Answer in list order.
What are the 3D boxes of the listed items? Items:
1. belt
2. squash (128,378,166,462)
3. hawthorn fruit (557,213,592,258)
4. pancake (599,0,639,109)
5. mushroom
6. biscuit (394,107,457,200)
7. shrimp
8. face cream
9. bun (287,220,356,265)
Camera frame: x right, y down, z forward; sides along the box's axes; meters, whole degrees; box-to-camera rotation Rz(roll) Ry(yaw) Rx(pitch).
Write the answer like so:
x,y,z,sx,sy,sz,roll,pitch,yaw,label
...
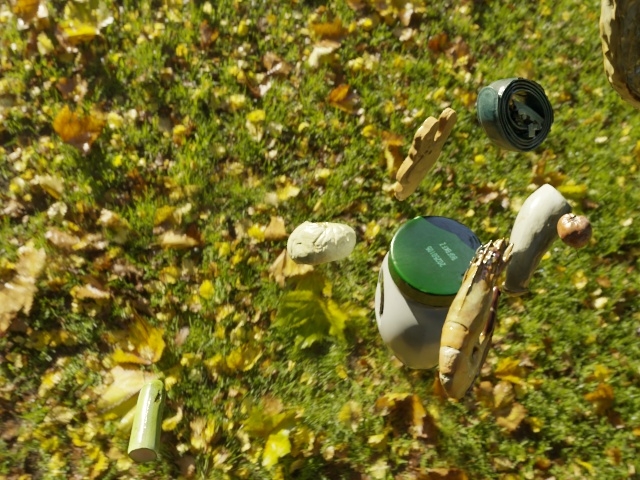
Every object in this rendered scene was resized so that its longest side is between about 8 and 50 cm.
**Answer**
x,y,z,sx,sy,sz,roll,pitch,yaw,label
0.583,-0.387,1.967,0.267,0.116,0.206,35,83,-29,belt
-0.163,0.167,0.619,0.027,0.027,0.083,4,41,-9,squash
0.516,-0.004,1.316,0.067,0.103,0.067,-8,28,4,hawthorn fruit
0.224,-0.159,0.413,0.158,0.158,0.028,-45,39,-21,pancake
0.486,0.000,1.498,0.103,0.118,0.270,28,90,44,mushroom
0.228,-0.184,1.452,0.144,0.236,0.040,-24,57,-38,biscuit
0.224,0.109,0.906,0.133,0.053,0.236,29,76,-42,shrimp
0.245,0.127,1.517,0.219,0.357,0.312,3,55,-1,face cream
0.000,0.000,1.685,0.164,0.188,0.111,-16,99,-37,bun
